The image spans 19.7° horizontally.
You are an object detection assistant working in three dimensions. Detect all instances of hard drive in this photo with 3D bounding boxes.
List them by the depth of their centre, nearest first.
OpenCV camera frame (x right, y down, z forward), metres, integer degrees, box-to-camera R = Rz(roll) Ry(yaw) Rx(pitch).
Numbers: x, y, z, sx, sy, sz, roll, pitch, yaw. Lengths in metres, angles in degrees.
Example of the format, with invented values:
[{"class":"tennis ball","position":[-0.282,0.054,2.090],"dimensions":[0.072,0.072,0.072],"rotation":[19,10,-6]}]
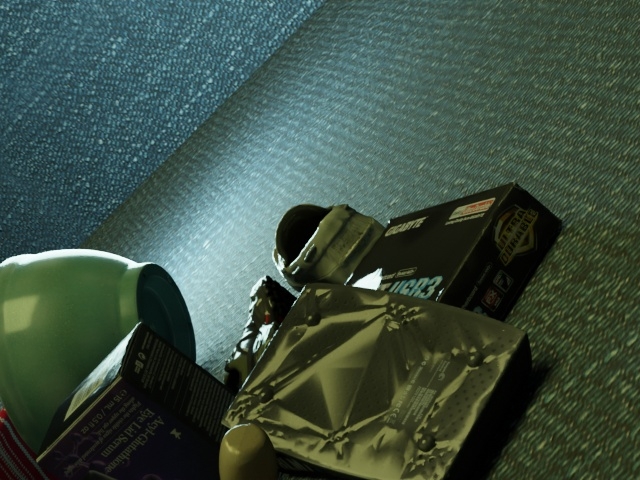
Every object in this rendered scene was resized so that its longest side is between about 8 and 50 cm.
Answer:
[{"class":"hard drive","position":[0.050,0.128,1.558],"dimensions":[0.254,0.054,0.172],"rotation":[11,61,44]}]

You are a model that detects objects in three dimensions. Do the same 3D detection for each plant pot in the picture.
[{"class":"plant pot","position":[-0.288,0.137,2.463],"dimensions":[0.196,0.293,0.293],"rotation":[-17,26,19]}]

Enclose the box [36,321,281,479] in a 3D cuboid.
[{"class":"box","position":[-0.161,0.214,1.904],"dimensions":[0.153,0.207,0.108],"rotation":[-46,15,26]}]

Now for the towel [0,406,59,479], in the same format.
[{"class":"towel","position":[-0.401,0.332,2.470],"dimensions":[0.031,0.199,0.275],"rotation":[-1,44,33]}]

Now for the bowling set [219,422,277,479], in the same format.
[{"class":"bowling set","position":[-0.023,0.297,1.461],"dimensions":[0.287,0.200,0.154],"rotation":[-60,-26,-45]}]

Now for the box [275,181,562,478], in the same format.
[{"class":"box","position":[0.070,0.092,1.767],"dimensions":[0.293,0.073,0.295],"rotation":[-56,15,-16]}]

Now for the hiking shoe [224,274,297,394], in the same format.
[{"class":"hiking shoe","position":[-0.072,0.122,2.116],"dimensions":[0.114,0.086,0.227],"rotation":[-44,16,15]}]

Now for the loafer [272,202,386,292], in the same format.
[{"class":"loafer","position":[0.000,0.000,2.143],"dimensions":[0.112,0.111,0.319],"rotation":[-54,14,-12]}]
